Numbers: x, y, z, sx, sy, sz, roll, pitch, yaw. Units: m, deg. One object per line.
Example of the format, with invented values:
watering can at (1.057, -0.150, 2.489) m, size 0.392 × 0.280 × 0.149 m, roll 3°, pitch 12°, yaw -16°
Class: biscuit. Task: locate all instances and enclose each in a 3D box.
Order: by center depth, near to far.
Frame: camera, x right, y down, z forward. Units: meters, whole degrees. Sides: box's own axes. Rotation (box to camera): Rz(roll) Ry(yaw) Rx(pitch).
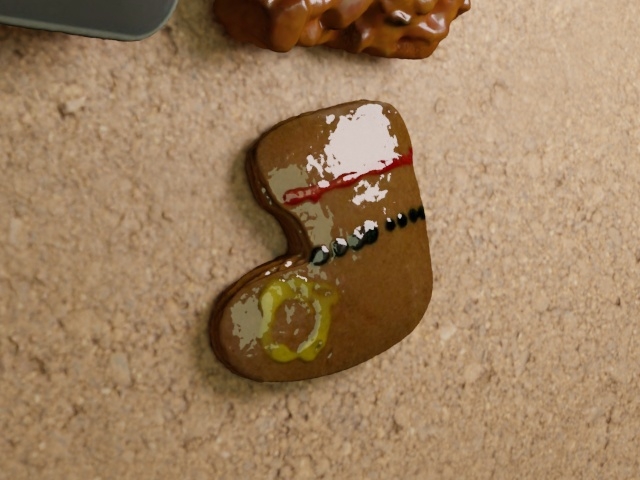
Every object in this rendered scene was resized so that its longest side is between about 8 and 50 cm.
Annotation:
biscuit at (0.031, -0.341, 0.949) m, size 0.312 × 0.110 × 0.318 m, roll -2°, pitch 93°, yaw -32°
biscuit at (0.001, 0.000, 0.974) m, size 0.262 × 0.052 × 0.277 m, roll -12°, pitch 98°, yaw -30°

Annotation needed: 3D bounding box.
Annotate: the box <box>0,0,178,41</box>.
box at (-0.244, -0.358, 0.676) m, size 0.396 × 0.111 × 0.397 m, roll -6°, pitch 112°, yaw -52°
